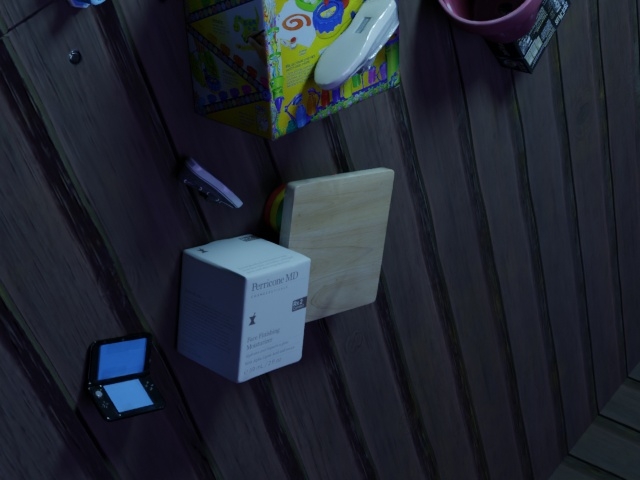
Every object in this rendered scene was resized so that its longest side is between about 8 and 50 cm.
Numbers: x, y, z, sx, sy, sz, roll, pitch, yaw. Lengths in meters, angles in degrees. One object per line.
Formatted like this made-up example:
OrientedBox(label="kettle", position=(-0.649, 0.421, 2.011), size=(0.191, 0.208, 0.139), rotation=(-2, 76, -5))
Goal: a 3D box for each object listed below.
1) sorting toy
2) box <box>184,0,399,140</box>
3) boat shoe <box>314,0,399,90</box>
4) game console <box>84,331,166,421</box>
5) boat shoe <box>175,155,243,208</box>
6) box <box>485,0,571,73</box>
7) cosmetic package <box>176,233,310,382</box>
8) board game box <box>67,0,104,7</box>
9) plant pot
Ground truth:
OrientedBox(label="sorting toy", position=(0.000, 0.000, 1.908), size=(0.257, 0.089, 0.256), rotation=(-12, 116, -46))
OrientedBox(label="box", position=(-0.037, -0.340, 1.629), size=(0.290, 0.177, 0.279), rotation=(-28, 127, -39))
OrientedBox(label="boat shoe", position=(0.057, -0.278, 1.584), size=(0.184, 0.066, 0.063), rotation=(-60, 140, -25))
OrientedBox(label="game console", position=(-0.296, 0.210, 1.679), size=(0.122, 0.107, 0.071), rotation=(-6, 140, -48))
OrientedBox(label="boat shoe", position=(-0.175, -0.084, 1.702), size=(0.040, 0.049, 0.142), rotation=(-46, 139, 3))
OrientedBox(label="box", position=(0.411, -0.454, 2.181), size=(0.180, 0.077, 0.147), rotation=(-60, 141, -9))
OrientedBox(label="cosmetic package", position=(-0.125, 0.106, 1.760), size=(0.151, 0.151, 0.184), rotation=(-16, 119, -46))
OrientedBox(label="board game box", position=(-0.263, -0.557, 1.360), size=(0.390, 0.050, 0.390), rotation=(-51, 139, -20))
OrientedBox(label="plant pot", position=(0.325, -0.456, 2.004), size=(0.201, 0.201, 0.180), rotation=(-65, 157, -4))
